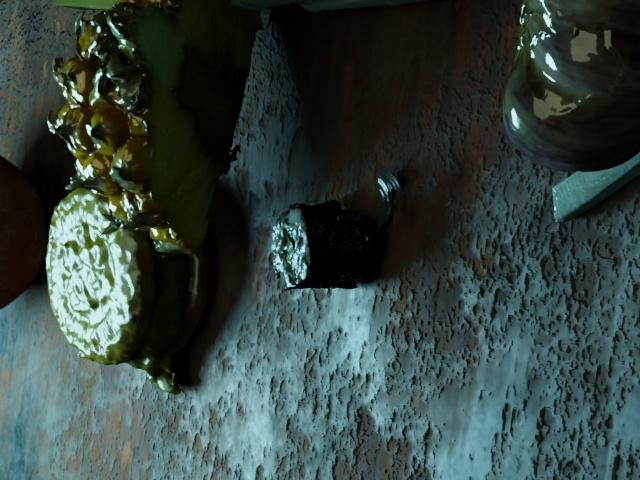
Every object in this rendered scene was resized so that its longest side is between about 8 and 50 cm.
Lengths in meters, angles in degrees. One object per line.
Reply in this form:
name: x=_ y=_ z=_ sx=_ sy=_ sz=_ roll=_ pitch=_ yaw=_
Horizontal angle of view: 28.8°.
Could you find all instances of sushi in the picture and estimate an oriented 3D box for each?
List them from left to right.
sushi: x=0.000 y=0.002 z=1.268 sx=0.094 sy=0.084 sz=0.098 roll=167 pitch=103 yaw=-66

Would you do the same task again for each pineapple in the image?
pineapple: x=-0.223 y=-0.184 z=1.335 sx=0.208 sy=0.286 sz=0.344 roll=8 pitch=75 yaw=22

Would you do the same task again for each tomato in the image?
tomato: x=-0.517 y=-0.010 z=1.785 sx=0.265 sy=0.264 sz=0.265 roll=-9 pitch=78 yaw=50

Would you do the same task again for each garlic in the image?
garlic: x=0.226 y=-0.158 z=0.900 sx=0.160 sy=0.245 sz=0.245 roll=22 pitch=105 yaw=12

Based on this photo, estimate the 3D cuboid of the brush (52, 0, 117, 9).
brush: x=-0.300 y=-0.378 z=1.712 sx=0.197 sy=0.059 sz=0.123 roll=17 pitch=101 yaw=51

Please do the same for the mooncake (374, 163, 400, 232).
mooncake: x=0.152 y=-0.084 z=1.123 sx=0.346 sy=0.057 sz=0.150 roll=-2 pitch=71 yaw=53

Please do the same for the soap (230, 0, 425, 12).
soap: x=0.037 y=-0.314 z=1.133 sx=0.446 sy=0.261 sz=0.156 roll=2 pitch=87 yaw=52

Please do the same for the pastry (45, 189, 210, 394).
pastry: x=-0.249 y=0.047 z=1.535 sx=0.240 sy=0.132 sz=0.235 roll=27 pitch=105 yaw=50

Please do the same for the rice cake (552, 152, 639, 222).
rice cake: x=0.250 y=-0.068 z=1.023 sx=0.171 sy=0.029 sz=0.033 roll=-42 pitch=61 yaw=41
